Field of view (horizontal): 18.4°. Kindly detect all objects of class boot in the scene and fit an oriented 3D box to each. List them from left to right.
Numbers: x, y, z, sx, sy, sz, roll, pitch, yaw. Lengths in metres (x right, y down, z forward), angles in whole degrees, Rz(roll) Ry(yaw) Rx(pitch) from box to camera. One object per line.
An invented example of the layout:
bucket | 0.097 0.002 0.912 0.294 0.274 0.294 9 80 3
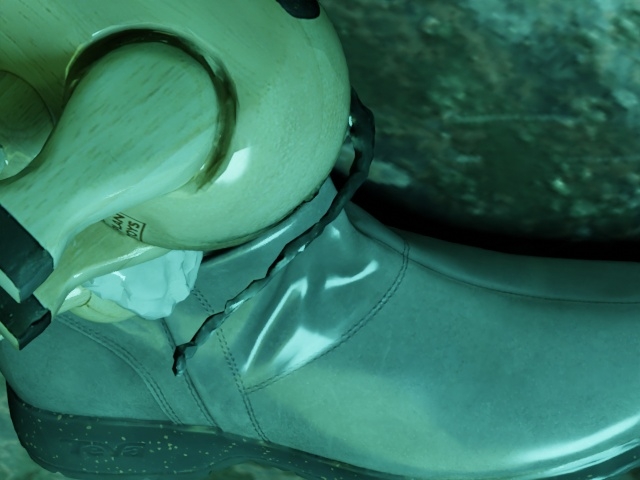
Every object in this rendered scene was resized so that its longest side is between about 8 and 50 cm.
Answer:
boot | 0.000 0.000 0.823 0.338 0.118 0.222 -5 131 6

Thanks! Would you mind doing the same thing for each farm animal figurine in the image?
farm animal figurine | -0.100 -0.121 0.593 0.326 0.172 0.330 53 165 -8
